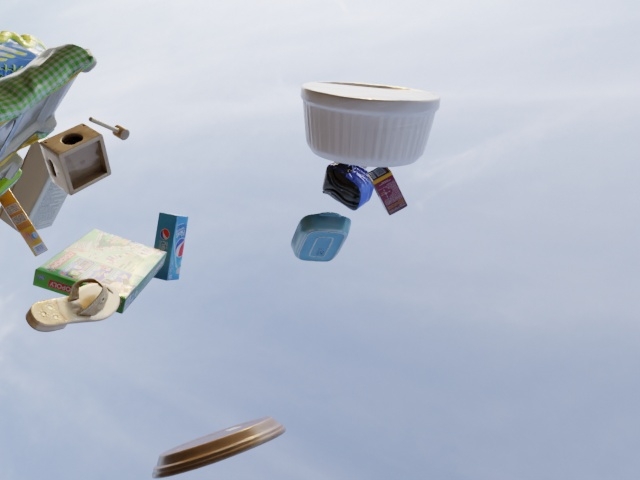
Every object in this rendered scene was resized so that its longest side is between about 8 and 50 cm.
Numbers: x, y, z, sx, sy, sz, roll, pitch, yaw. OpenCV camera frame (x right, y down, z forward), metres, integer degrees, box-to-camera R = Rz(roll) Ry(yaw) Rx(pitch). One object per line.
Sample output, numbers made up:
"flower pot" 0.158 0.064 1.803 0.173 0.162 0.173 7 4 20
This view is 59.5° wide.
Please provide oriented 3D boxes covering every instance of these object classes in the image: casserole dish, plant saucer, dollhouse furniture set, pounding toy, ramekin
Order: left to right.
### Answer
"dollhouse furniture set" -0.362 -0.100 0.498 0.301 0.151 0.198 -22 -150 48
"pounding toy" -0.601 -0.251 1.439 0.094 0.181 0.206 30 -131 24
"plant saucer" -0.207 0.415 1.142 0.277 0.278 0.041 -23 -103 21
"casserole dish" 0.000 0.000 1.212 0.114 0.188 0.037 4 -118 -13
"ramekin" 0.092 -0.230 1.090 0.272 0.272 0.127 24 -61 40

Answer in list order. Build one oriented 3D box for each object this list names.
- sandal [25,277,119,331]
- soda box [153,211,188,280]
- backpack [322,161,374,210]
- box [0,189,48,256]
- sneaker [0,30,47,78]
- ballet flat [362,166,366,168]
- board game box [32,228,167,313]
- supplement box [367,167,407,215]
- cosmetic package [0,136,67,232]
"sandal" -0.473 0.116 1.135 0.079 0.240 0.088 -43 -98 21
"soda box" -0.482 0.019 1.785 0.071 0.067 0.210 11 -86 20
"backpack" 0.080 -0.144 1.411 0.101 0.098 0.120 -33 -120 -30
"box" -0.535 -0.044 0.989 0.028 0.081 0.136 -31 -115 -23
"sneaker" -0.624 -0.364 1.138 0.091 0.126 0.240 -55 179 29
"ballet flat" 0.115 -0.270 1.525 0.106 0.316 0.108 -10 -117 -1
"board game box" -0.542 0.067 1.419 0.317 0.213 0.046 -82 -170 -71
"supplement box" 0.131 -0.101 1.104 0.043 0.083 0.055 -29 -156 3
"cosmetic package" -0.922 -0.185 1.860 0.113 0.160 0.309 35 -75 3
